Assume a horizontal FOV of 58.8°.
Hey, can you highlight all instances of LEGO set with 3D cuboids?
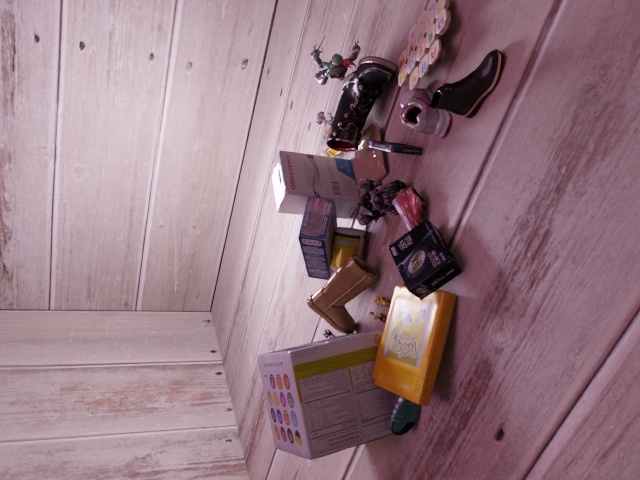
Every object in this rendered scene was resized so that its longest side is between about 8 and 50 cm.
[{"bbox_3d":[0.068,-0.429,2.308,0.107,0.132,0.287,-63,-16,-18],"label":"LEGO set"}]

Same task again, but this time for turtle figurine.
[{"bbox_3d":[0.050,-0.631,2.020,0.234,0.175,0.118,130,142,-80],"label":"turtle figurine"}]

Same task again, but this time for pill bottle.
[{"bbox_3d":[0.101,0.059,2.128,0.119,0.119,0.209,-158,74,-66],"label":"pill bottle"}]

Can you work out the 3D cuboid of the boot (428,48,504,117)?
[{"bbox_3d":[0.387,-0.420,1.510,0.077,0.137,0.198,-112,35,-45],"label":"boot"}]

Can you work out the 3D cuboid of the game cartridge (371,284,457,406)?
[{"bbox_3d":[0.268,0.300,1.695,0.285,0.052,0.324,-2,69,67],"label":"game cartridge"}]

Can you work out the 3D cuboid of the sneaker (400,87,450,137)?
[{"bbox_3d":[0.297,-0.406,1.749,0.252,0.111,0.103,-119,39,-52],"label":"sneaker"}]

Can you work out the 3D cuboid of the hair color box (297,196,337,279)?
[{"bbox_3d":[0.000,0.000,2.158,0.347,0.105,0.174,81,-160,-61],"label":"hair color box"}]

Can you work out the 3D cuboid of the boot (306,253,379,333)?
[{"bbox_3d":[0.113,0.205,2.065,0.269,0.236,0.089,-43,23,27],"label":"boot"}]

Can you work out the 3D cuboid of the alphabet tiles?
[{"bbox_3d":[0.318,-0.619,1.775,0.284,0.021,0.278,130,150,-53],"label":"alphabet tiles"}]

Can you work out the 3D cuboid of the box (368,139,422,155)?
[{"bbox_3d":[0.243,-0.304,1.856,0.162,0.116,0.029,-148,62,-64],"label":"box"}]

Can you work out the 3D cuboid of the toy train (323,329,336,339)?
[{"bbox_3d":[0.051,0.403,2.315,0.158,0.027,0.036,39,112,63],"label":"toy train"}]

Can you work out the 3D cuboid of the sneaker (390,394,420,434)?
[{"bbox_3d":[0.262,0.485,1.760,0.098,0.083,0.224,-150,77,-76],"label":"sneaker"}]

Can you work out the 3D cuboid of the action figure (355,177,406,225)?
[{"bbox_3d":[0.184,-0.139,1.944,0.275,0.141,0.164,-6,92,65],"label":"action figure"}]

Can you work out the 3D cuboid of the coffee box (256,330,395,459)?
[{"bbox_3d":[0.021,0.509,1.913,0.337,0.338,0.334,-28,72,63],"label":"coffee box"}]

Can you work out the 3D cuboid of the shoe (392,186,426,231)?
[{"bbox_3d":[0.299,-0.081,1.756,0.081,0.063,0.178,-41,63,25],"label":"shoe"}]

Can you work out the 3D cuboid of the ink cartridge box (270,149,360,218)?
[{"bbox_3d":[-0.024,-0.216,2.223,0.129,0.307,0.223,123,144,-48],"label":"ink cartridge box"}]

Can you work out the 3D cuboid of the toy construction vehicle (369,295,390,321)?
[{"bbox_3d":[0.202,0.235,1.970,0.098,0.035,0.086,-156,71,-66],"label":"toy construction vehicle"}]

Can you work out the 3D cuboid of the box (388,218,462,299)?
[{"bbox_3d":[0.298,0.054,1.642,0.147,0.077,0.180,-38,44,20],"label":"box"}]

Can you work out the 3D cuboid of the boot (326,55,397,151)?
[{"bbox_3d":[0.137,-0.477,2.026,0.377,0.138,0.284,3,74,71],"label":"boot"}]

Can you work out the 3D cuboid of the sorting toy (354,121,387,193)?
[{"bbox_3d":[0.185,-0.301,2.100,0.193,0.038,0.208,137,127,-58],"label":"sorting toy"}]
